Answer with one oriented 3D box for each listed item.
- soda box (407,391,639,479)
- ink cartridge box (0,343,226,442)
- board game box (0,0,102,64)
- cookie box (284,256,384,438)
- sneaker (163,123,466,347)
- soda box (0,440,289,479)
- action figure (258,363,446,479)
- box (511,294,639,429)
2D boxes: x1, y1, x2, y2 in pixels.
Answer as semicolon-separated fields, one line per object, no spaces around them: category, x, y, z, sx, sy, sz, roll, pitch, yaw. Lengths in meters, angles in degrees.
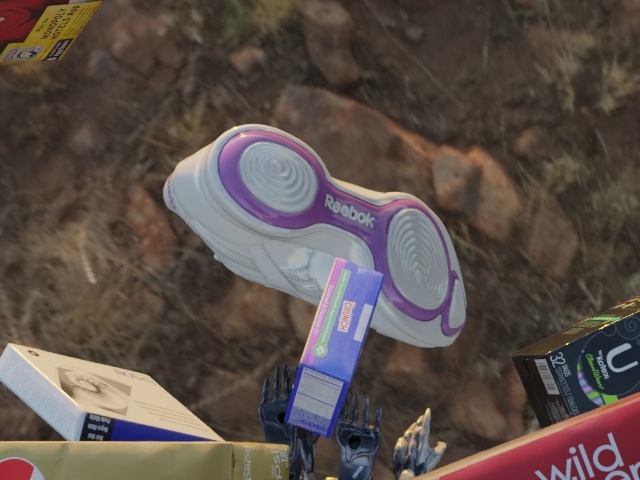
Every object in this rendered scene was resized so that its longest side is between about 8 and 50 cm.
soda box;0.054;0.113;0.522;0.263;0.092;0.083;-25;80;19
ink cartridge box;-0.209;0.196;1.728;0.224;0.223;0.045;34;99;41
board game box;-0.152;-0.118;0.525;0.194;0.194;0.060;-8;74;-31
cookie box;0.010;0.079;1.158;0.040;0.107;0.092;19;60;2
sneaker;0.000;0.000;1.399;0.152;0.305;0.114;-17;46;52
soda box;-0.107;0.126;0.769;0.181;0.061;0.058;-4;80;25
action figure;0.030;0.202;1.460;0.164;0.276;0.141;12;67;16
box;0.147;0.066;0.774;0.083;0.052;0.062;-23;91;-14
